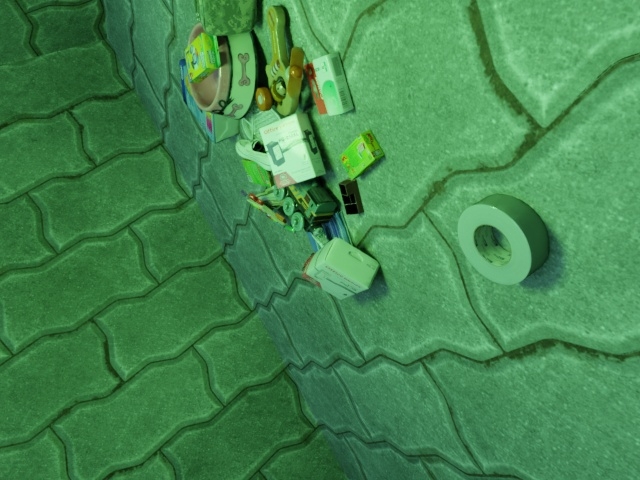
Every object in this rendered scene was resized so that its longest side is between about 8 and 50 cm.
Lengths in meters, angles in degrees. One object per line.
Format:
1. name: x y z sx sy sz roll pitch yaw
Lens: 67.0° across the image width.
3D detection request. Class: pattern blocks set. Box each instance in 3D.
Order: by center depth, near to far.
1. pattern blocks set: -0.258 -0.137 2.310 0.325 0.026 0.285 39 173 -31

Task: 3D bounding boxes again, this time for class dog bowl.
1. dog bowl: -0.410 -0.695 1.949 0.408 0.150 0.408 20 116 51

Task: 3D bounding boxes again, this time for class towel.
1. towel: 0.022 -0.028 2.049 0.336 0.040 0.243 15 129 59

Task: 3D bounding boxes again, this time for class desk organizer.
1. desk organizer: 0.110 -0.153 1.731 0.047 0.050 0.130 22 134 55

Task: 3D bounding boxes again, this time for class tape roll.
1. tape roll: 0.446 -0.003 1.195 0.219 0.072 0.219 44 149 34

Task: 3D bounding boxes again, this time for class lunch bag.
1. lunch bag: -0.351 -0.908 1.694 0.305 0.212 0.256 97 156 -50

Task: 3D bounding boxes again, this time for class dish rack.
1. dish rack: -0.221 -0.485 2.019 0.333 0.072 0.286 49 152 28

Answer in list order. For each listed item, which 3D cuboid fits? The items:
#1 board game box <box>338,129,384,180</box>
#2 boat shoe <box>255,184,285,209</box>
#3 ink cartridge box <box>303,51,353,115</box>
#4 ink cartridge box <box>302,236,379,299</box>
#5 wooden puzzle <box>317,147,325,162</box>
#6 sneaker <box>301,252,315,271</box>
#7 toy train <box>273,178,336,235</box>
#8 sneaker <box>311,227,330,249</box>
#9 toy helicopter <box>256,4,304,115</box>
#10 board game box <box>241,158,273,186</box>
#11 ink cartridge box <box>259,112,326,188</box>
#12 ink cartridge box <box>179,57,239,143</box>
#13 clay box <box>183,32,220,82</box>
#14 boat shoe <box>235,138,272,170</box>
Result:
1. board game box: 0.130 -0.274 1.573 0.092 0.043 0.181 61 156 4
2. boat shoe: -0.228 -0.194 2.284 0.103 0.113 0.302 66 158 -6
3. ink cartridge box: 0.007 -0.499 1.577 0.224 0.056 0.181 13 126 58
4. ink cartridge box: 0.073 0.118 1.906 0.207 0.117 0.283 32 157 -9
5. wooden puzzle: -0.018 -0.342 1.837 0.116 0.014 0.078 60 160 5
6. sneaker: -0.007 0.130 2.187 0.125 0.104 0.262 37 174 -7
7. toy train: -0.067 -0.179 1.935 0.334 0.142 0.190 58 134 30
8. sneaker: 0.000 0.000 2.022 0.167 0.065 0.076 60 159 2
9. toy helicopter: -0.131 -0.608 1.648 0.235 0.140 0.355 30 131 57
10. board game box: -0.309 -0.337 2.390 0.259 0.039 0.124 24 137 58
11. ink cartridge box: -0.104 -0.332 1.791 0.171 0.100 0.237 -15 97 28
12. ink cartridge box: -0.555 -0.713 2.358 0.395 0.151 0.270 54 155 21
13. clay box: -0.447 -0.690 1.823 0.222 0.053 0.128 -3 97 56
14. boat shoe: -0.267 -0.381 2.026 0.267 0.096 0.088 39 143 38
